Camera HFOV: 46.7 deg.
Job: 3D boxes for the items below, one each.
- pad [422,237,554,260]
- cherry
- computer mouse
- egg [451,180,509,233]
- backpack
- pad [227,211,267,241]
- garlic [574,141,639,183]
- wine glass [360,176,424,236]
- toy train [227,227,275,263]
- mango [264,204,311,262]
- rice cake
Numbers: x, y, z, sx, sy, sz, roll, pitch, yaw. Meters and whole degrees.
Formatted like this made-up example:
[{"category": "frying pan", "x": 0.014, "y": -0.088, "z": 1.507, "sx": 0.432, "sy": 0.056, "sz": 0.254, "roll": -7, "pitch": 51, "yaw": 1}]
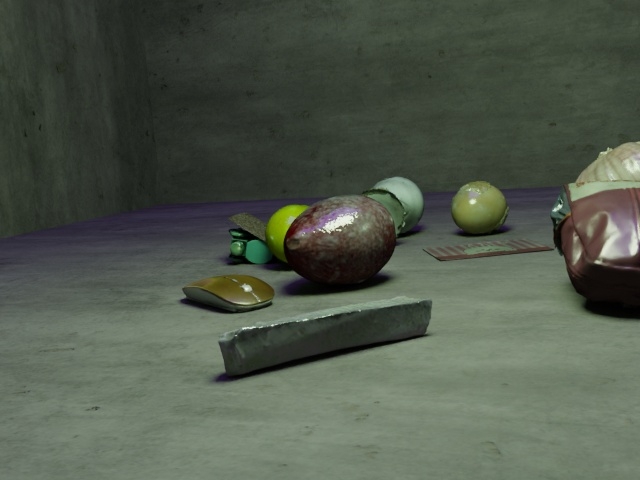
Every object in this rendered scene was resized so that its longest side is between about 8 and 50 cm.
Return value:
[{"category": "pad", "x": 0.438, "y": 0.022, "z": 1.964, "sx": 0.300, "sy": 0.005, "sz": 0.202, "roll": -5, "pitch": 8, "yaw": -4}, {"category": "cherry", "x": 0.039, "y": 0.001, "z": 1.657, "sx": 0.300, "sy": 0.202, "sz": 0.230, "roll": -13, "pitch": 16, "yaw": -42}, {"category": "computer mouse", "x": -0.200, "y": 0.106, "z": 1.584, "sx": 0.126, "sy": 0.056, "sz": 0.245, "roll": -12, "pitch": 12, "yaw": -36}, {"category": "egg", "x": 0.479, "y": -0.098, "z": 2.229, "sx": 0.164, "sy": 0.164, "sz": 0.202, "roll": 2, "pitch": 6, "yaw": 40}, {"category": "backpack", "x": 0.567, "y": 0.015, "z": 1.331, "sx": 0.284, "sy": 0.197, "sz": 0.317, "roll": -5, "pitch": 28, "yaw": 17}, {"category": "pad", "x": -0.139, "y": -0.013, "z": 2.078, "sx": 0.235, "sy": 0.003, "sz": 0.158, "roll": 32, "pitch": 14, "yaw": 9}, {"category": "garlic", "x": 0.684, "y": -0.087, "z": 1.589, "sx": 0.318, "sy": 0.259, "sz": 0.317, "roll": -22, "pitch": -29, "yaw": -13}, {"category": "wine glass", "x": 0.210, "y": -0.093, "z": 2.280, "sx": 0.191, "sy": 0.190, "sz": 0.357, "roll": -2, "pitch": 12, "yaw": 17}, {"category": "toy train", "x": -0.170, "y": 0.009, "z": 2.122, "sx": 0.159, "sy": 0.101, "sz": 0.248, "roll": 10, "pitch": 12, "yaw": 9}, {"category": "mango", "x": -0.038, "y": -0.018, "z": 1.970, "sx": 0.186, "sy": 0.149, "sz": 0.273, "roll": 21, "pitch": 15, "yaw": 17}, {"category": "rice cake", "x": 0.014, "y": 0.141, "z": 1.162, "sx": 0.365, "sy": 0.072, "sz": 0.056, "roll": -9, "pitch": 6, "yaw": -26}]
